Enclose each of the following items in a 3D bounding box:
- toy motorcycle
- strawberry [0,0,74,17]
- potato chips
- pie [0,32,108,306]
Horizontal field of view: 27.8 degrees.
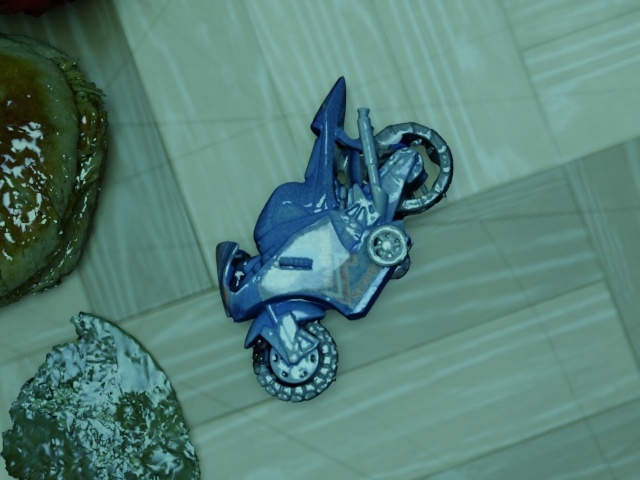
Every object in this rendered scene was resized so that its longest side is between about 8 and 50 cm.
[{"bbox_3d":[0.000,0.000,0.846,0.114,0.076,0.205,31,85,9],"label":"toy motorcycle"},{"bbox_3d":[-0.259,-0.266,0.790,0.288,0.238,0.250,6,55,8],"label":"strawberry"},{"bbox_3d":[-0.146,0.154,0.855,0.142,0.026,0.209,7,85,3],"label":"potato chips"},{"bbox_3d":[-0.224,-0.045,0.845,0.163,0.079,0.193,5,85,4],"label":"pie"}]
